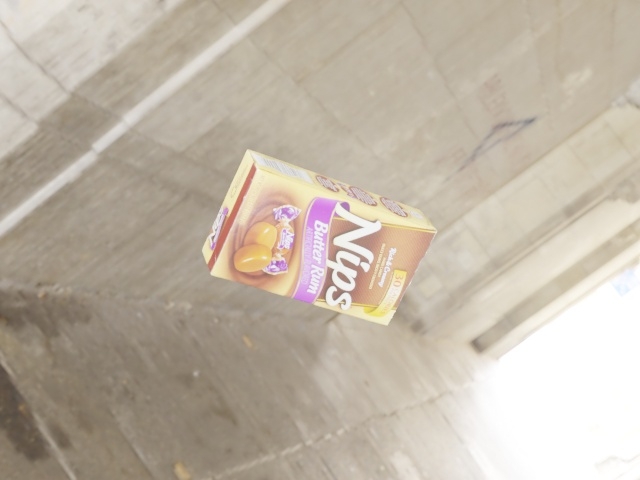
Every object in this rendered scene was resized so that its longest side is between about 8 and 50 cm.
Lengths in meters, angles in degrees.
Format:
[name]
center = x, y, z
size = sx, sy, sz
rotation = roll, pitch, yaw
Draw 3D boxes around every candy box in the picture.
[candy box]
center = 0.000, 0.000, 0.932
size = 0.186, 0.109, 0.053
rotation = 17, 20, -24
